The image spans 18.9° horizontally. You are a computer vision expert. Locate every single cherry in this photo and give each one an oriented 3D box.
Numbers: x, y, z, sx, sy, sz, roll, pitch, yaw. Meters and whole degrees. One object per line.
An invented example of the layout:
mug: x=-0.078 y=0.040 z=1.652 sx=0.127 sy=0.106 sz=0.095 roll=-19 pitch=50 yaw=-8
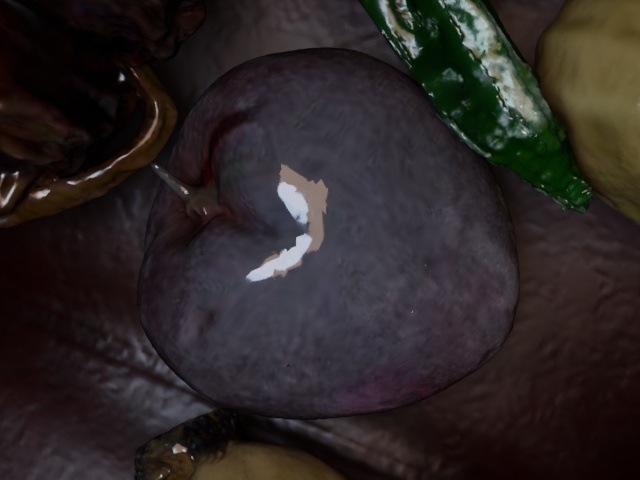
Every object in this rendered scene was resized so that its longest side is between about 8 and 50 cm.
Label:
cherry: x=0.003 y=-0.003 z=0.866 sx=0.176 sy=0.140 sz=0.176 roll=-4 pitch=101 yaw=-20

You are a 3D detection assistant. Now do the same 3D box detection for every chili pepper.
chili pepper: x=0.047 y=-0.104 z=0.833 sx=0.059 sy=0.088 sz=0.227 roll=-38 pitch=87 yaw=16

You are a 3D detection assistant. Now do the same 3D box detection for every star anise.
star anise: x=-0.117 y=-0.090 z=0.860 sx=0.126 sy=0.220 sz=0.190 roll=30 pitch=53 yaw=-23

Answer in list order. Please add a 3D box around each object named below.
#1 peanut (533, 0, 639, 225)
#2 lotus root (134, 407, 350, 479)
peanut: x=0.240 y=-0.026 z=0.835 sx=0.319 sy=0.147 sz=0.147 roll=27 pitch=90 yaw=20
lotus root: x=-0.001 y=0.196 z=0.857 sx=0.154 sy=0.140 sz=0.257 roll=-30 pitch=76 yaw=15
